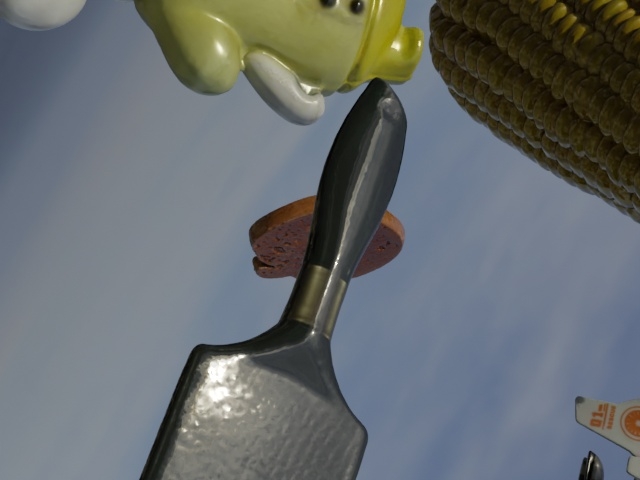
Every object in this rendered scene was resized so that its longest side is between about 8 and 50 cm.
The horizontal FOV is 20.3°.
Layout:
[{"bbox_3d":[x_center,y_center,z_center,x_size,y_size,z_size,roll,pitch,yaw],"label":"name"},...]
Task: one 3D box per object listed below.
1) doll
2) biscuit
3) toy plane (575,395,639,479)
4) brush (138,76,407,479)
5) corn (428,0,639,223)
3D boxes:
[{"bbox_3d":[-0.042,-0.097,0.597,0.062,0.162,0.106,132,-34,-55],"label":"doll"},{"bbox_3d":[0.000,0.000,0.926,0.078,0.091,0.015,-22,-118,21],"label":"biscuit"},{"bbox_3d":[0.146,0.167,0.851,0.053,0.078,0.197,84,17,-67],"label":"toy plane"},{"bbox_3d":[-0.009,0.038,0.519,0.016,0.063,0.193,-15,-130,60],"label":"brush"},{"bbox_3d":[0.187,-0.078,0.950,0.144,0.144,0.387,-59,-145,3],"label":"corn"}]
